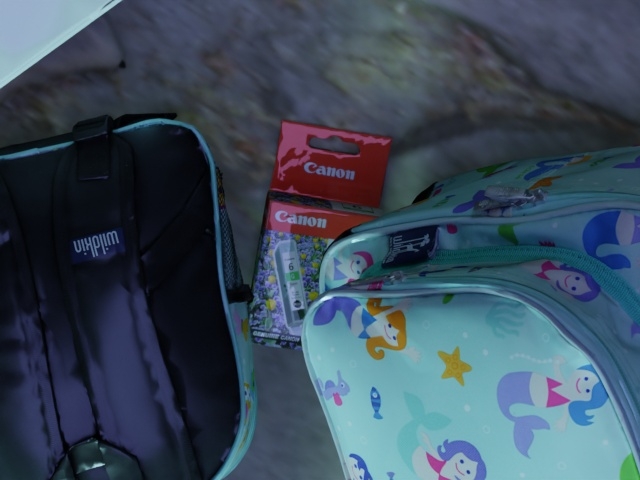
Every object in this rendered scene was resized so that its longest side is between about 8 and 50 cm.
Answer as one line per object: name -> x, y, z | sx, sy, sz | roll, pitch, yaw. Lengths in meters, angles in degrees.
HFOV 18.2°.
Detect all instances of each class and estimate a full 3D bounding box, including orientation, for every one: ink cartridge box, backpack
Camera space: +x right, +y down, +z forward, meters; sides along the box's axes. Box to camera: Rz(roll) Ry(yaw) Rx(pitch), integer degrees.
ink cartridge box -> 0.000, 0.000, 1.031 | 0.063, 0.029, 0.115 | 9, 102, -5
backpack -> 0.130, 0.071, 0.924 | 0.253, 0.191, 0.225 | -10, 103, 34
backpack -> -0.113, 0.049, 0.970 | 0.166, 0.144, 0.188 | -12, 80, -3

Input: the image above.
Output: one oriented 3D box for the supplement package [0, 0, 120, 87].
supplement package -> -0.170, -0.235, 0.893 | 0.177, 0.175, 0.293 | -35, 102, 2
